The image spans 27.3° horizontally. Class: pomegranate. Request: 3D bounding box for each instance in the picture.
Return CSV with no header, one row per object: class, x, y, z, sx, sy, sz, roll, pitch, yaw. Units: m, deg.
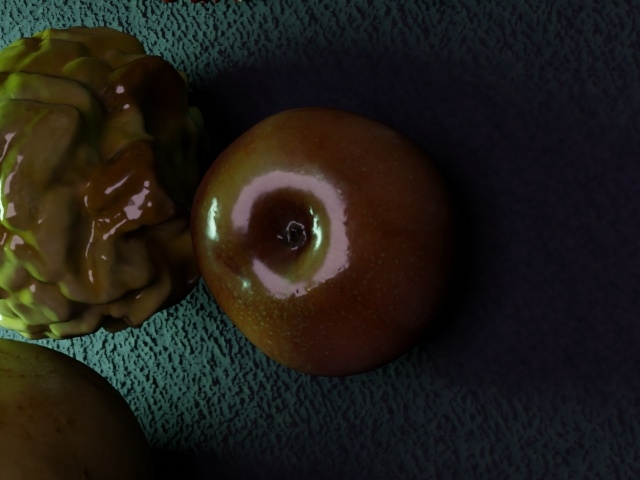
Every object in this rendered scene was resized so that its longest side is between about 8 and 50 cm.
pomegranate,-0.276,0.213,1.069,0.307,0.307,0.307,-3,84,32

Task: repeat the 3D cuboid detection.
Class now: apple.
apple,0.000,0.000,0.973,0.201,0.162,0.201,-3,83,27

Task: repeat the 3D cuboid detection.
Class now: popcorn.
popcorn,-0.223,-0.053,1.088,0.332,0.225,0.265,-2,61,46

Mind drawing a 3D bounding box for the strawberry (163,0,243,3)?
strawberry,-0.144,-0.326,1.118,0.306,0.137,0.234,16,93,34
